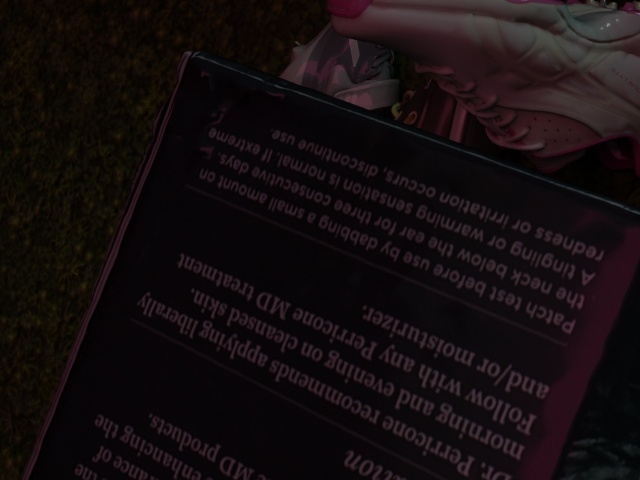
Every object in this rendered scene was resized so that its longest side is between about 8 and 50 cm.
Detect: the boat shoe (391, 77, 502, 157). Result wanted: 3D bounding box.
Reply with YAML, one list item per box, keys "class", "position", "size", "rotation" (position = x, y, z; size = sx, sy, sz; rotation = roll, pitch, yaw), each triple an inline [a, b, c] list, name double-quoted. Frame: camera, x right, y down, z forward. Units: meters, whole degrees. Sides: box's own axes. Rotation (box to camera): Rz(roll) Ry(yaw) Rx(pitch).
- class: "boat shoe"
  position: [0.095, -0.073, 1.071]
  size: [0.091, 0.109, 0.305]
  rotation: [15, 92, 29]

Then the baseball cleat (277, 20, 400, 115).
- class: "baseball cleat"
  position: [0.052, -0.178, 1.154]
  size: [0.109, 0.072, 0.206]
  rotation: [47, 110, 16]

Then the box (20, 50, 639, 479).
- class: "box"
  position: [0.068, 0.199, 0.809]
  size: [0.297, 0.480, 0.471]
  rotation: [24, 94, 32]

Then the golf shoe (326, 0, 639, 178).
- class: "golf shoe"
  position: [0.145, -0.120, 0.955]
  size: [0.115, 0.306, 0.140]
  rotation: [-144, 63, -66]
